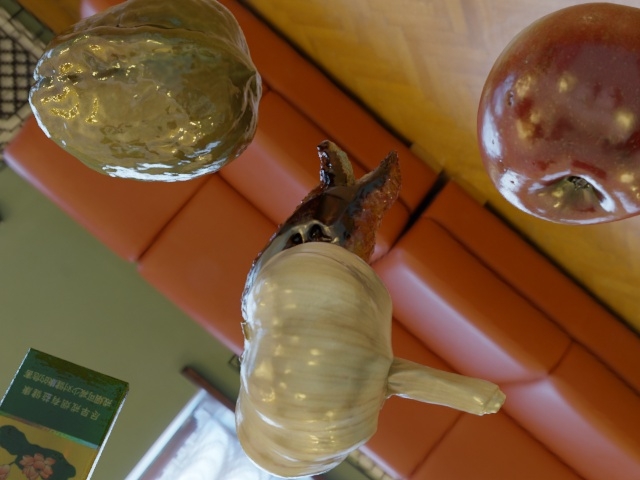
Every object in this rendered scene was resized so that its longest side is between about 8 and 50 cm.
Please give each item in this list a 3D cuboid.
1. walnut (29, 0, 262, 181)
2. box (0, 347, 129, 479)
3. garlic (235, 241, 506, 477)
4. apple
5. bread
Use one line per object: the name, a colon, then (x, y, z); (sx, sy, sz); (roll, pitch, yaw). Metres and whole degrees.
walnut: (-0.210, -0.185, 1.009); (0.283, 0.227, 0.283); (-3, 166, -1)
box: (-0.330, 0.253, 0.936); (0.132, 0.235, 0.034); (20, 150, -3)
garlic: (0.043, 0.098, 0.671); (0.226, 0.199, 0.199); (8, 154, 2)
apple: (0.413, -0.185, 1.245); (0.348, 0.277, 0.348); (16, 161, 6)
bread: (0.005, 0.005, 0.963); (0.139, 0.269, 0.095); (20, 160, 32)
